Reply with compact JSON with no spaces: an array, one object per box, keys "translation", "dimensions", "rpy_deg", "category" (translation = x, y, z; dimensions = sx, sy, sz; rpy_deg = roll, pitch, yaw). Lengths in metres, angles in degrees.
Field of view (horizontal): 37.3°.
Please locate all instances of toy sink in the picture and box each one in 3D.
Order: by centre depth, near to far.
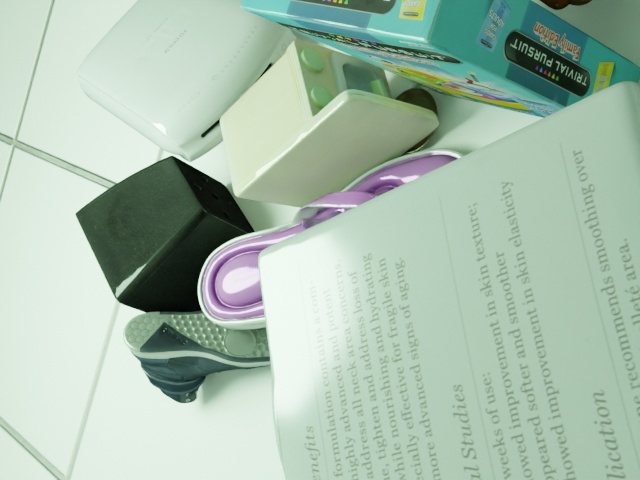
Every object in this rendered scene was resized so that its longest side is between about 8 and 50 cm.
[{"translation":[0.006,-0.153,1.179],"dimensions":[0.234,0.152,0.131],"rpy_deg":[-37,57,42],"category":"toy sink"}]

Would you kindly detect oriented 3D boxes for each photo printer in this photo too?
[{"translation":[-0.192,-0.259,1.389],"dimensions":[0.256,0.107,0.307],"rpy_deg":[-48,47,-7],"category":"photo printer"}]

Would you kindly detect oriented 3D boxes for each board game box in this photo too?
[{"translation":[0.127,-0.204,0.960],"dimensions":[0.253,0.336,0.079],"rpy_deg":[23,98,44],"category":"board game box"}]

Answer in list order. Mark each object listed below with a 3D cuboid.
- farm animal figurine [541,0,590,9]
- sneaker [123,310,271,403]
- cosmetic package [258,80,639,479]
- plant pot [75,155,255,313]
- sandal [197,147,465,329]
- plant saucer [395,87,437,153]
[{"translation":[0.326,-0.385,0.913],"dimensions":[0.327,0.172,0.331],"rpy_deg":[-176,97,-86],"category":"farm animal figurine"},{"translation":[-0.149,0.166,1.335],"dimensions":[0.226,0.163,0.086],"rpy_deg":[3,55,6],"category":"sneaker"},{"translation":[0.203,0.121,0.828],"dimensions":[0.393,0.327,0.330],"rpy_deg":[-24,66,38],"category":"cosmetic package"},{"translation":[-0.205,-0.006,1.364],"dimensions":[0.167,0.188,0.187],"rpy_deg":[-43,53,12],"category":"plant pot"},{"translation":[0.004,0.014,1.163],"dimensions":[0.416,0.102,0.170],"rpy_deg":[-26,66,26],"category":"sandal"},{"translation":[0.117,-0.148,1.183],"dimensions":[0.083,0.015,0.084],"rpy_deg":[-11,73,42],"category":"plant saucer"}]
